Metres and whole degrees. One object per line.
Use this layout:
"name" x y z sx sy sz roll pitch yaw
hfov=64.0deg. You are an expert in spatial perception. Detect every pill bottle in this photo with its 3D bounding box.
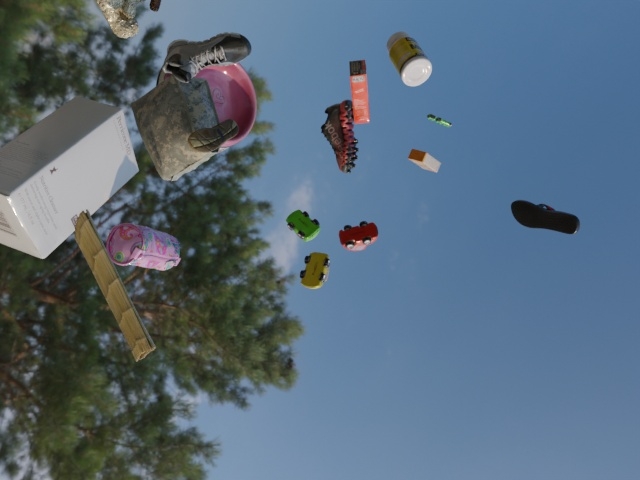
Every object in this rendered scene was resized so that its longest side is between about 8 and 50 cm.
"pill bottle" 0.327 -0.686 1.921 0.119 0.119 0.209 -45 -135 31

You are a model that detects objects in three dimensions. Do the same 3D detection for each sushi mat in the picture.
"sushi mat" -0.434 0.099 1.070 0.151 0.019 0.317 -33 -97 55

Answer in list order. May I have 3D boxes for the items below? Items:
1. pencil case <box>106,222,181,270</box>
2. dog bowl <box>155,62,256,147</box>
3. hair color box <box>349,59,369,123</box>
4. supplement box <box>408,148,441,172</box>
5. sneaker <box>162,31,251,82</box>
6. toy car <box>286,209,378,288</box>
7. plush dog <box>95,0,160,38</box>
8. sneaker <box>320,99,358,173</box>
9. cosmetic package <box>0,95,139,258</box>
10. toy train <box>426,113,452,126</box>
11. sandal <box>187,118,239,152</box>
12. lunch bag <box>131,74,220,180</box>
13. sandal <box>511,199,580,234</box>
"pencil case" -0.509 0.024 1.505 0.284 0.124 0.124 49 56 -80
"dog bowl" -0.416 -0.538 1.973 0.150 0.408 0.408 2 -105 40
"hair color box" 0.100 -0.377 1.305 0.043 0.141 0.072 -5 -131 6
"supplement box" 0.338 -0.259 1.663 0.062 0.098 0.036 26 -86 44
"sneaker" -0.289 -0.443 1.280 0.228 0.086 0.132 -2 -130 15
"toy car" 0.000 0.000 1.302 0.239 0.053 0.225 -39 -125 -15
"plush dog" -0.665 -0.867 1.742 0.225 0.262 0.210 -33 178 -11
"sneaker" 0.071 -0.395 1.968 0.135 0.097 0.276 0 -80 24
"cosmetic package" -0.650 -0.169 1.285 0.217 0.156 0.385 92 22 -47
"toy train" 0.354 -0.356 1.520 0.023 0.083 0.017 -145 -107 -73
"sandal" -0.324 -0.313 1.544 0.049 0.072 0.180 -8 -157 48
"lunch bag" -0.453 -0.359 1.669 0.235 0.169 0.287 -21 -97 31
"sandal" 0.559 -0.059 1.274 0.179 0.040 0.067 24 -49 44
